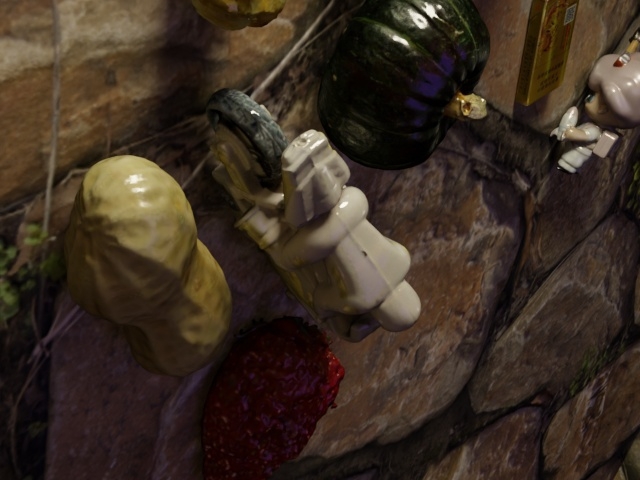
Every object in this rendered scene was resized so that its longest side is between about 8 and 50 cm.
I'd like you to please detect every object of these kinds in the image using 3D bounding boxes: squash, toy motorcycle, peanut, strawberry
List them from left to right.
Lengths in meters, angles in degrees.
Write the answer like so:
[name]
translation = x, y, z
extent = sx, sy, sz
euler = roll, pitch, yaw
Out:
[peanut]
translation = -0.149, 0.037, 0.987
extent = 0.125, 0.111, 0.274
euler = -43, 145, -17
[strawberry]
translation = -0.062, 0.194, 1.258
extent = 0.228, 0.098, 0.174
euler = -58, 148, -3
[toy motorcycle]
translation = 0.000, 0.000, 1.065
extent = 0.108, 0.223, 0.340
euler = -44, 144, -15
[squash]
translation = 0.082, -0.162, 1.107
extent = 0.193, 0.156, 0.193
euler = -31, 161, -12

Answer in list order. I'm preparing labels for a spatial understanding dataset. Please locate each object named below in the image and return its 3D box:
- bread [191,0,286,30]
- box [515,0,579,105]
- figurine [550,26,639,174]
[bread]
translation = -0.044, -0.333, 0.847
extent = 0.077, 0.084, 0.367
euler = -86, -175, -61
[box]
translation = 0.294, -0.256, 1.449
extent = 0.089, 0.022, 0.156
euler = -35, 142, -36
[figurine]
translation = 0.417, -0.190, 1.607
extent = 0.229, 0.112, 0.137
euler = -57, 156, 17
